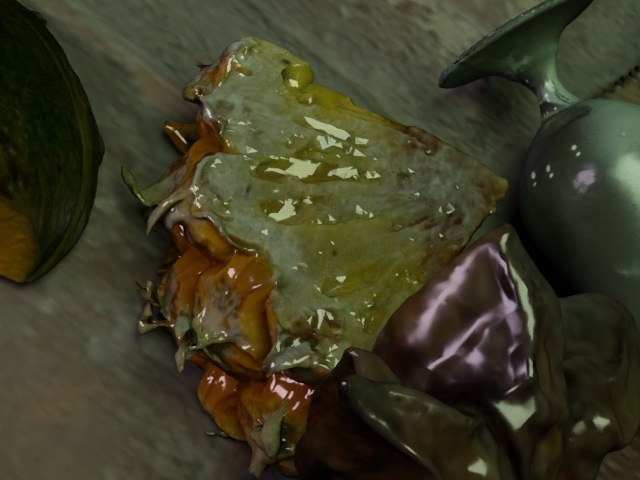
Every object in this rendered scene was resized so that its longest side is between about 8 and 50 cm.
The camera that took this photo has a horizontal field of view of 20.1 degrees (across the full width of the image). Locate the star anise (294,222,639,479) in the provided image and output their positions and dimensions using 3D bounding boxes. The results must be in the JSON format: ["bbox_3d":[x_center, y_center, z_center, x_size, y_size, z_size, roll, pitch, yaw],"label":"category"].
[{"bbox_3d":[0.064,0.150,0.820,0.315,0.108,0.315,-11,104,-55],"label":"star anise"}]

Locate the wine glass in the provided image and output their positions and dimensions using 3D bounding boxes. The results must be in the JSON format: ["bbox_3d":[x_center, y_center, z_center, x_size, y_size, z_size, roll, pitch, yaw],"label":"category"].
[{"bbox_3d":[0.165,-0.016,0.990,0.103,0.103,0.231,-27,83,-28],"label":"wine glass"}]

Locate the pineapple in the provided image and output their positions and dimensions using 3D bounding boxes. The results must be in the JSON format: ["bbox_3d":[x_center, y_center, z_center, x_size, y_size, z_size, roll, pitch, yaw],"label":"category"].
[{"bbox_3d":[0.000,0.000,0.916,0.186,0.114,0.236,1,65,-20],"label":"pineapple"}]

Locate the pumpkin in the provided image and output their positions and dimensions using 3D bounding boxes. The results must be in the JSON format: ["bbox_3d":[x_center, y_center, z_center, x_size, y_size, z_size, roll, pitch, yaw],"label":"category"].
[{"bbox_3d":[-0.229,-0.096,0.874,0.278,0.111,0.163,13,59,-14],"label":"pumpkin"}]
